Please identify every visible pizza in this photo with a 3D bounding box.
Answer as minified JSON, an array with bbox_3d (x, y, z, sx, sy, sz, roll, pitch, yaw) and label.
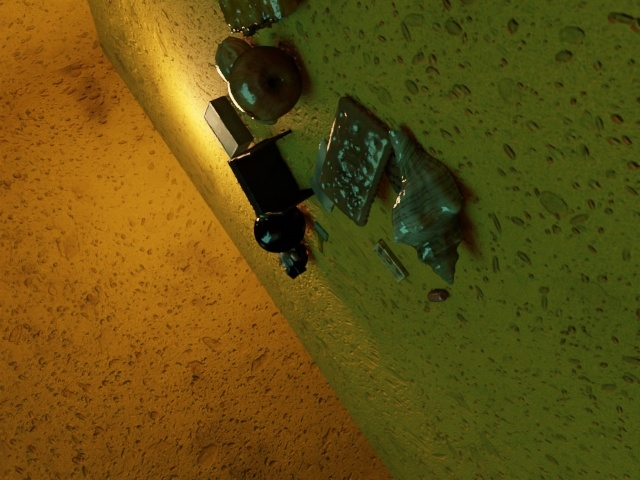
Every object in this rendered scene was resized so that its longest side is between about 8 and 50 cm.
[{"bbox_3d":[-0.197,-0.676,1.335,0.409,0.114,0.278,46,158,30],"label":"pizza"}]

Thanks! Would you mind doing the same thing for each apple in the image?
[{"bbox_3d":[-0.162,-0.455,1.468,0.188,0.211,0.211,10,131,62],"label":"apple"}]

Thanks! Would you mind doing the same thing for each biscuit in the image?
[{"bbox_3d":[0.202,-0.171,1.325,0.119,0.019,0.130,40,156,39],"label":"biscuit"},{"bbox_3d":[0.087,-0.208,1.388,0.217,0.044,0.325,46,142,25],"label":"biscuit"}]

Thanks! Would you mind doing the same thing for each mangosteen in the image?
[{"bbox_3d":[-0.184,-0.076,2.094,0.265,0.228,0.228,56,163,-25],"label":"mangosteen"}]

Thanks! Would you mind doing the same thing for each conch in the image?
[{"bbox_3d":[0.242,-0.070,1.183,0.203,0.169,0.386,-13,113,43],"label":"conch"}]

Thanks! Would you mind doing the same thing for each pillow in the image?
[{"bbox_3d":[0.021,-0.205,1.621,0.144,0.078,0.254,54,159,16],"label":"pillow"}]

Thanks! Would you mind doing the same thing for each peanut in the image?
[{"bbox_3d":[-0.231,-0.515,1.641,0.313,0.149,0.149,60,161,-10],"label":"peanut"}]

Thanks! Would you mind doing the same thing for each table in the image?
[{"bbox_3d":[-0.173,-0.244,1.869,0.251,0.196,0.282,62,158,-14],"label":"table"}]

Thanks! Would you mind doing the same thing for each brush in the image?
[{"bbox_3d":[0.000,0.000,2.111,0.083,0.011,0.205,47,160,21],"label":"brush"}]

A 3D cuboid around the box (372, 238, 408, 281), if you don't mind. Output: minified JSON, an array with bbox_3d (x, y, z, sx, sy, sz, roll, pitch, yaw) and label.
[{"bbox_3d":[0.227,0.067,1.649,0.149,0.020,0.073,53,161,10],"label":"box"}]

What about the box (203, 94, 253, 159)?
[{"bbox_3d":[-0.394,-0.480,2.142,0.225,0.086,0.129,56,150,1],"label":"box"}]

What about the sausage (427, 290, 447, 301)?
[{"bbox_3d":[0.347,0.166,1.496,0.034,0.034,0.083,58,162,-4],"label":"sausage"}]

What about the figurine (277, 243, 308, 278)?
[{"bbox_3d":[-0.154,0.031,2.327,0.308,0.143,0.309,46,-157,-27],"label":"figurine"}]
